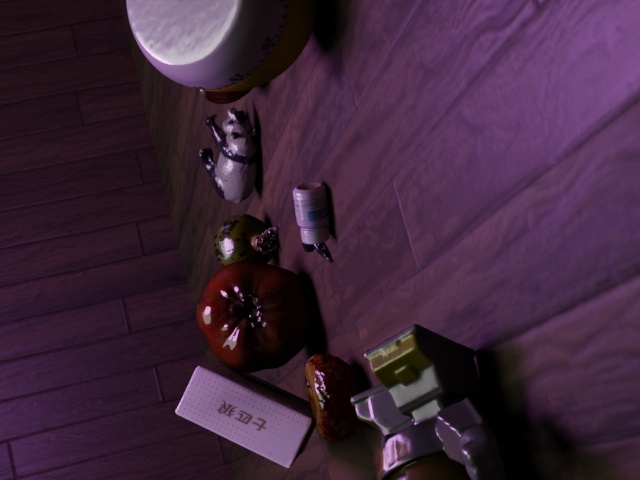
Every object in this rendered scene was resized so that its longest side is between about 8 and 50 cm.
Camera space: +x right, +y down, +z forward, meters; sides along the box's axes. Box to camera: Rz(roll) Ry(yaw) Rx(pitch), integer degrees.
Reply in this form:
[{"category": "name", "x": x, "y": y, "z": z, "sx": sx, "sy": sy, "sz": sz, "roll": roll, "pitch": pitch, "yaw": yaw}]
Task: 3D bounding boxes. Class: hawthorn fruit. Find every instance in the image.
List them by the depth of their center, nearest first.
[{"category": "hawthorn fruit", "x": -0.118, "y": 0.138, "z": 2.040, "sx": 0.248, "sy": 0.208, "sz": 0.208, "roll": 97, "pitch": 159, "yaw": -83}]

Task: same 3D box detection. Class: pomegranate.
[{"category": "pomegranate", "x": -0.137, "y": 0.006, "z": 2.192, "sx": 0.161, "sy": 0.122, "sz": 0.122, "roll": -12, "pitch": 90, "yaw": 47}]

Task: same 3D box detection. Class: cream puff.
[{"category": "cream puff", "x": 0.025, "y": 0.245, "z": 1.784, "sx": 0.149, "sy": 0.084, "sz": 0.149, "roll": 170, "pitch": 90, "yaw": -81}]

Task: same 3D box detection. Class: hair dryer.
[{"category": "hair dryer", "x": 0.000, "y": 0.000, "z": 1.812, "sx": 0.083, "sy": 0.031, "sz": 0.079, "roll": 47, "pitch": 141, "yaw": 38}]

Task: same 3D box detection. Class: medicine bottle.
[{"category": "medicine bottle", "x": -0.013, "y": -0.042, "z": 1.747, "sx": 0.052, "sy": 0.052, "sz": 0.089, "roll": -136, "pitch": 37, "yaw": -66}]

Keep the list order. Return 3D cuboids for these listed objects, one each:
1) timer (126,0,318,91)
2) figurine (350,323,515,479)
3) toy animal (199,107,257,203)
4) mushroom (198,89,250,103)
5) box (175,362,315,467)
[{"category": "timer", "x": -0.109, "y": -0.337, "z": 1.587, "sx": 0.285, "sy": 0.285, "sz": 0.285, "roll": 168, "pitch": 90, "yaw": -76}, {"category": "figurine", "x": 0.128, "y": 0.262, "z": 1.202, "sx": 0.342, "sy": 0.167, "sz": 0.285, "roll": 63, "pitch": -167, "yaw": -58}, {"category": "toy animal", "x": -0.170, "y": -0.171, "z": 2.185, "sx": 0.121, "sy": 0.093, "sz": 0.225, "roll": 56, "pitch": 147, "yaw": 34}, {"category": "mushroom", "x": -0.193, "y": -0.360, "z": 1.981, "sx": 0.253, "sy": 0.153, "sz": 0.253, "roll": 51, "pitch": 152, "yaw": 42}, {"category": "box", "x": -0.114, "y": 0.297, "z": 1.952, "sx": 0.330, "sy": 0.210, "sz": 0.095, "roll": 51, "pitch": -116, "yaw": -85}]
